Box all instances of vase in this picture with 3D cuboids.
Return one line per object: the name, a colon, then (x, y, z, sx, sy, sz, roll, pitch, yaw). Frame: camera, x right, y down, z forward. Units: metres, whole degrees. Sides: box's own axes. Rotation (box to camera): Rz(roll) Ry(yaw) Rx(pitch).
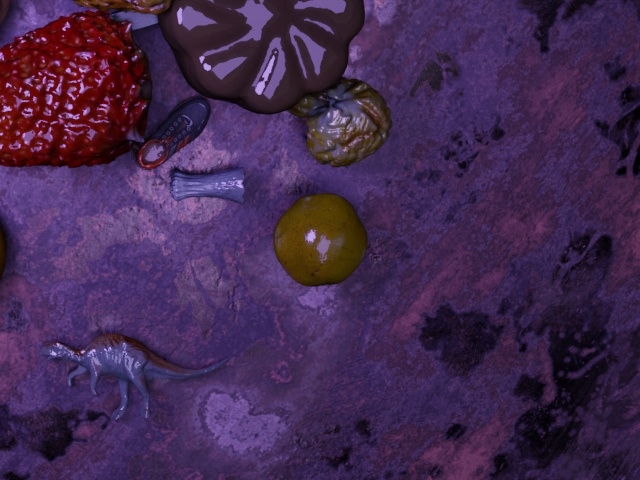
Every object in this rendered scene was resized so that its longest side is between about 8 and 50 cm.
vase: (-0.231, -0.111, 1.554, 0.149, 0.081, 0.081, -2, 106, -9)

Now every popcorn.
popcorn: (0.035, -0.244, 1.529, 0.212, 0.198, 0.198, 40, 95, 14)

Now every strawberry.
strawberry: (-0.471, -0.263, 1.336, 0.343, 0.292, 0.292, -7, 108, -24)

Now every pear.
pear: (-0.001, 0.000, 1.587, 0.198, 0.198, 0.198, -4, 107, -12)

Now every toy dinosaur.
toy dinosaur: (-0.393, 0.291, 1.633, 0.393, 0.092, 0.205, -6, 103, -9)

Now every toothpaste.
toothpaste: (-0.310, -0.443, 1.457, 0.178, 0.037, 0.043, -19, 114, -7)

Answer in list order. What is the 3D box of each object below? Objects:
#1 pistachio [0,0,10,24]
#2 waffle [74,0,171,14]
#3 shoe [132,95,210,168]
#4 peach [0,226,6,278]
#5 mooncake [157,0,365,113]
pistachio: (-0.677, -0.401, 1.293, 0.321, 0.229, 0.238, -41, 144, 10)
waffle: (-0.390, -0.488, 1.272, 0.261, 0.324, 0.151, 29, 86, -43)
shoe: (-0.292, -0.208, 1.508, 0.194, 0.077, 0.074, -41, 110, 2)
peach: (-0.726, 0.019, 1.442, 0.251, 0.153, 0.251, -6, 114, -12)
mooncake: (-0.108, -0.420, 1.402, 0.378, 0.201, 0.378, -6, 108, -20)
